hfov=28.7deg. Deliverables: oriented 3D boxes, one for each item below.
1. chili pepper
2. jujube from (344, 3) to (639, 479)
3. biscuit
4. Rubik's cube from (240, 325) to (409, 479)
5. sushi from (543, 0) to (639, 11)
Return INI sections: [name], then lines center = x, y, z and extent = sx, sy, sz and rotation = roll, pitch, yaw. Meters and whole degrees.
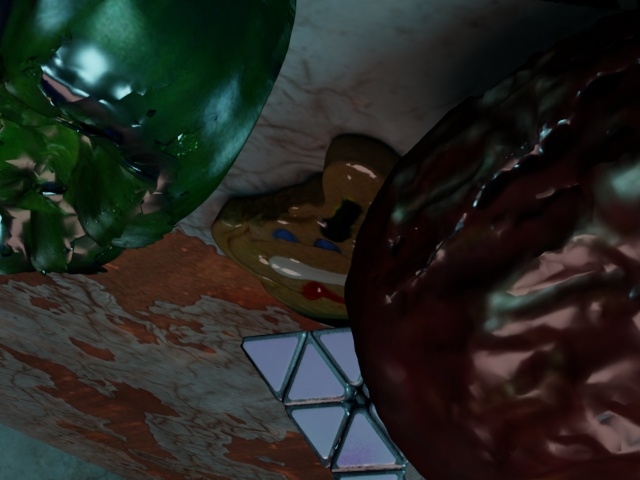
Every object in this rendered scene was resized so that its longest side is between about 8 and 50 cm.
[chili pepper]
center = -0.153, -0.126, 0.584
extent = 0.248, 0.257, 0.233
rotation = 30, 150, -26
[jujube]
center = 0.166, 0.017, 0.657
extent = 0.258, 0.258, 0.376
rotation = 28, 154, -20
[biscuit]
center = 0.009, 0.003, 1.012
extent = 0.183, 0.047, 0.320
rotation = 21, 156, -10
[Rubik's cube]
center = 0.022, 0.100, 1.115
extent = 0.178, 0.211, 0.190
rotation = 21, 128, -5
[sushi]
center = 0.077, -0.177, 0.553
extent = 0.192, 0.043, 0.279
rotation = 11, 155, 20
